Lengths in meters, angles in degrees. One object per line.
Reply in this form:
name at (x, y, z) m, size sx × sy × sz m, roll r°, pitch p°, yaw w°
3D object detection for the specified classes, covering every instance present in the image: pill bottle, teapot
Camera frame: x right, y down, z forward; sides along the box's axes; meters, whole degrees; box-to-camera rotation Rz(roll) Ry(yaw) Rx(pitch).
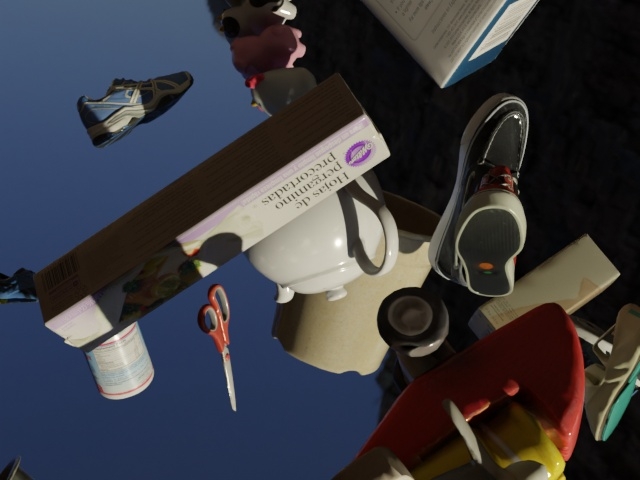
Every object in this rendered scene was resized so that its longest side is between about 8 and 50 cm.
pill bottle at (-0.303, 0.145, 1.313) m, size 0.087 × 0.160 × 0.087 m, roll -8°, pitch -149°, yaw 5°
teapot at (0.000, 0.000, 1.377) m, size 0.252 × 0.187 × 0.256 m, roll -20°, pitch 177°, yaw 10°

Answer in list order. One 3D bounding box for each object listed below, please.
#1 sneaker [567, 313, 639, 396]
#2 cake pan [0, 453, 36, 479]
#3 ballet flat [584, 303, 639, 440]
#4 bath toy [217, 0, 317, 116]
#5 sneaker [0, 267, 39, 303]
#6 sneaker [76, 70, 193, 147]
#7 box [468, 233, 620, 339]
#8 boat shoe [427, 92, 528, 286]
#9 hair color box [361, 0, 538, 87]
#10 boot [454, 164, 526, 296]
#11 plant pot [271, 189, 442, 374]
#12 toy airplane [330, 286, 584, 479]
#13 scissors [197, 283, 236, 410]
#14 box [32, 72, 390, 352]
sneaker at (0.516, 0.233, 1.700) m, size 0.216 × 0.121 × 0.079 m, roll 27°, pitch -163°, yaw -9°
cake pan at (-0.453, 0.421, 1.177) m, size 0.054 × 0.293 × 0.293 m, roll 33°, pitch -162°, yaw -12°
ballet flat at (0.425, 0.189, 1.315) m, size 0.086 × 0.249 × 0.086 m, roll 6°, pitch -140°, yaw -5°
bath toy at (-0.114, -0.364, 1.678) m, size 0.129 × 0.151 × 0.348 m, roll 7°, pitch -130°, yaw -34°
sneaker at (-0.665, 0.103, 2.089) m, size 0.209 × 0.082 × 0.069 m, roll -3°, pitch -179°, yaw 20°
sneaker at (-0.290, -0.228, 1.438) m, size 0.211 × 0.080 × 0.081 m, roll -36°, pitch -88°, yaw -36°
box at (0.495, 0.131, 2.021) m, size 0.311 × 0.148 × 0.121 m, roll -33°, pitch -106°, yaw -11°
boat shoe at (0.257, -0.075, 1.385) m, size 0.108 × 0.301 × 0.102 m, roll 19°, pitch -173°, yaw -26°
hair color box at (0.082, -0.351, 0.953) m, size 0.105 × 0.174 × 0.347 m, roll -33°, pitch -102°, yaw -36°
boot at (0.232, -0.052, 1.216) m, size 0.088 × 0.176 × 0.244 m, roll 4°, pitch 155°, yaw 11°
plant pot at (0.053, 0.070, 1.705) m, size 0.333 × 0.306 × 0.334 m, roll 17°, pitch -165°, yaw -5°
toy airplane at (0.079, 0.256, 0.699) m, size 0.272 × 0.385 × 0.386 m, roll 30°, pitch -156°, yaw 25°
scissors at (-0.200, 0.227, 1.932) m, size 0.021 × 0.297 × 0.109 m, roll 0°, pitch -142°, yaw 22°
box at (-0.096, -0.020, 0.779) m, size 0.063 × 0.324 × 0.067 m, roll 50°, pitch -172°, yaw -51°
